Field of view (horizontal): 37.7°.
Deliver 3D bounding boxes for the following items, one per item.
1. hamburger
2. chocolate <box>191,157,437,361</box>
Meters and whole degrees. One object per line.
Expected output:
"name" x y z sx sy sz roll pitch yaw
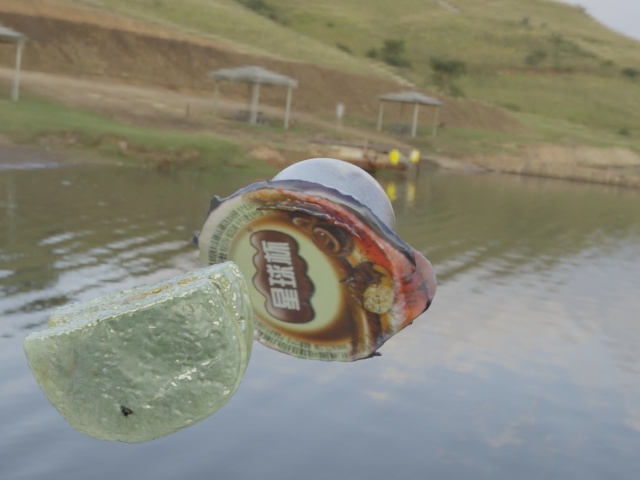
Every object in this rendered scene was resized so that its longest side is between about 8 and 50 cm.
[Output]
"hamburger" -0.089 0.067 0.510 0.121 0.084 0.054 -19 14 -8
"chocolate" 0.007 -0.004 0.874 0.221 0.221 0.147 9 42 20
